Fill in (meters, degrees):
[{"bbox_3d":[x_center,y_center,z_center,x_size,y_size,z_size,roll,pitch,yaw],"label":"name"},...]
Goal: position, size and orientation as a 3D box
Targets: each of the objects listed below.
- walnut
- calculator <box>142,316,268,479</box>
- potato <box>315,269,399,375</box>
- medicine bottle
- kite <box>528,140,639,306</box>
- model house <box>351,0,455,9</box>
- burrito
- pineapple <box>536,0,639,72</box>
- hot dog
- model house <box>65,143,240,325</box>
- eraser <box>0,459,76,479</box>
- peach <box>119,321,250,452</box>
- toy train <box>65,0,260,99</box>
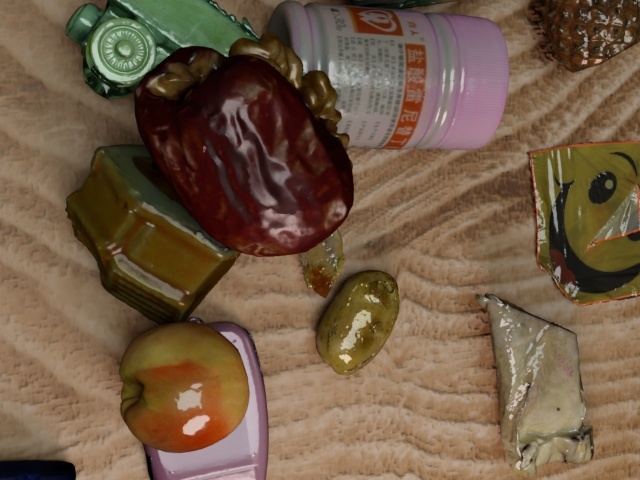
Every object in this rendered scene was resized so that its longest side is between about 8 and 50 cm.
[{"bbox_3d":[-0.076,-0.124,1.118,0.244,0.221,0.269,-40,125,-7],"label":"walnut"},{"bbox_3d":[-0.171,0.260,1.372,0.194,0.043,0.294,-8,96,-15],"label":"calculator"},{"bbox_3d":[0.060,0.123,1.413,0.107,0.080,0.170,37,86,-5],"label":"potato"},{"bbox_3d":[0.087,-0.231,1.318,0.315,0.202,0.202,-1,96,-17],"label":"medicine bottle"},{"bbox_3d":[0.496,-0.048,1.564,0.377,0.013,0.327,43,82,-15],"label":"kite"},{"bbox_3d":[0.159,-0.485,1.298,0.271,0.190,0.301,-7,89,13],"label":"model house"},{"bbox_3d":[0.355,0.221,1.505,0.175,0.107,0.348,-21,104,-30],"label":"burrito"},{"bbox_3d":[0.365,-0.441,1.417,0.165,0.165,0.365,-30,98,-12],"label":"pineapple"},{"bbox_3d":[0.000,0.000,1.385,0.061,0.078,0.169,-29,109,-54],"label":"hot dog"},{"bbox_3d":[-0.226,0.000,1.278,0.268,0.173,0.239,33,123,-13],"label":"model house"},{"bbox_3d":[-0.429,0.480,1.286,0.154,0.101,0.332,4,94,-16],"label":"eraser"},{"bbox_3d":[-0.184,0.201,1.263,0.184,0.184,0.184,-2,96,-17],"label":"peach"},{"bbox_3d":[-0.204,-0.249,1.253,0.271,0.159,0.188,35,81,-14],"label":"toy train"}]
